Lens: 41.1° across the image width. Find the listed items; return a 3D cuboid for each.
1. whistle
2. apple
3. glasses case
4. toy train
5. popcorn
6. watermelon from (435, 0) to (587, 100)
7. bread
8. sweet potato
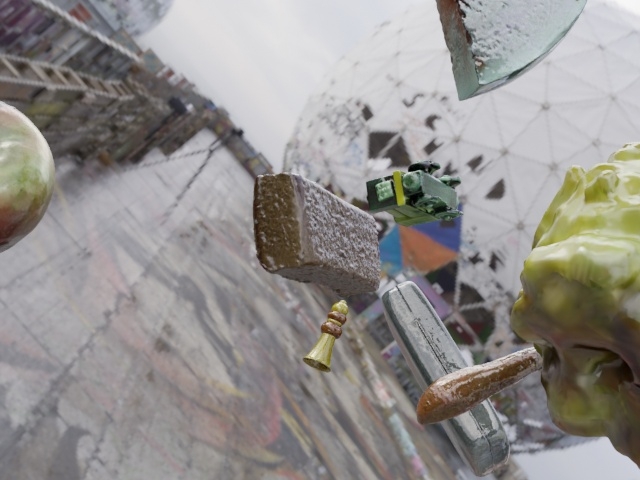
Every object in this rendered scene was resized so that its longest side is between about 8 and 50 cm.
[{"bbox_3d":[0.018,0.144,1.269,0.046,0.109,0.057,4,-35,37],"label":"whistle"},{"bbox_3d":[-0.420,-0.063,1.031,0.173,0.188,0.207,26,43,-19],"label":"apple"},{"bbox_3d":[0.194,0.214,1.355,0.131,0.074,0.323,72,-9,-54],"label":"glasses case"},{"bbox_3d":[0.100,-0.047,0.882,0.122,0.081,0.050,17,66,-59],"label":"toy train"},{"bbox_3d":[0.332,0.061,0.853,0.312,0.312,0.312,51,1,-1],"label":"popcorn"},{"bbox_3d":[0.274,-0.375,1.340,0.213,0.320,0.289,32,8,-15],"label":"watermelon"},{"bbox_3d":[0.000,0.000,1.532,0.416,0.113,0.165,25,56,-67],"label":"bread"},{"bbox_3d":[0.209,0.163,1.020,0.050,0.214,0.050,159,-90,-78],"label":"sweet potato"}]
